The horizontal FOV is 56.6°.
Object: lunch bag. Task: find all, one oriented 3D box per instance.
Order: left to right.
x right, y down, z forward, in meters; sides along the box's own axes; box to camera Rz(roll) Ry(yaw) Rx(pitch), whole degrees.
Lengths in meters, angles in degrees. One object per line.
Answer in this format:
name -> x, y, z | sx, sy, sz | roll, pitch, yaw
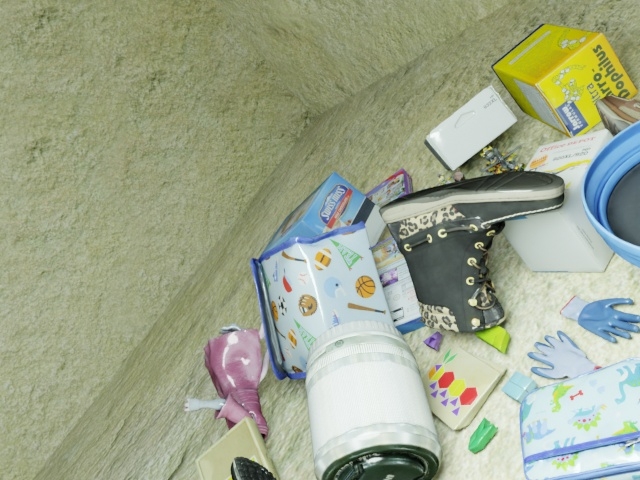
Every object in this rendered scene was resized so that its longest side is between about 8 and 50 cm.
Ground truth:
lunch bag -> -0.026, 0.163, 1.450 | 0.239, 0.327, 0.385 | -11, -6, -27
lunch bag -> 0.395, 0.274, 0.839 | 0.219, 0.090, 0.176 | -29, 27, 37

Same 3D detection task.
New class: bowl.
bowl -> 0.642, -0.091, 0.973 | 0.391, 0.077, 0.391 | -21, 36, 17

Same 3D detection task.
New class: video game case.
video game case -> 0.245, 0.078, 1.426 | 0.270, 0.061, 0.244 | -29, 49, 34

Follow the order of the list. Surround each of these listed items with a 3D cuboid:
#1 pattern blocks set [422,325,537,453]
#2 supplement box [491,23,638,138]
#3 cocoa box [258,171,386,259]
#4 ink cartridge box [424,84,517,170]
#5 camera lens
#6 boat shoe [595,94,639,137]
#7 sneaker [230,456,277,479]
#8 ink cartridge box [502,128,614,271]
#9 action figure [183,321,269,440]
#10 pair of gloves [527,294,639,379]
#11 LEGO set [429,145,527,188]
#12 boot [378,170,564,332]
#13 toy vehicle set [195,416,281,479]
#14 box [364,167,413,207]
pattern blocks set -> 0.262, 0.280, 1.157 | 0.285, 0.026, 0.325 | -46, 20, 3
supplement box -> 0.653, -0.447, 1.633 | 0.195, 0.194, 0.356 | -39, 21, 13
cocoa box -> 0.000, 0.000, 1.834 | 0.347, 0.228, 0.231 | -39, 16, 52
ink cartridge box -> 0.433, -0.322, 1.764 | 0.223, 0.129, 0.307 | -39, 0, 11
camera lens -> 0.087, 0.312, 1.080 | 0.219, 0.219, 0.274 | -35, 38, 22
boat shoe -> 0.696, -0.241, 1.272 | 0.116, 0.123, 0.324 | -30, 30, 17
sneaker -> -0.128, 0.553, 1.160 | 0.124, 0.107, 0.283 | -55, 40, 6
ink cartridge box -> 0.505, -0.075, 1.204 | 0.232, 0.168, 0.171 | -52, 21, -23
action figure -> -0.196, 0.422, 1.545 | 0.276, 0.248, 0.370 | -19, 53, -7
pair of gloves -> 0.455, 0.169, 1.030 | 0.198, 0.023, 0.159 | -47, 22, -6
LEGO set -> 0.376, -0.142, 1.550 | 0.331, 0.192, 0.255 | -36, 21, 19
boot -> 0.306, 0.027, 1.154 | 0.378, 0.284, 0.138 | -9, 13, 40
toy vehicle set -> -0.169, 0.541, 1.297 | 0.166, 0.035, 0.267 | -41, 44, 5
box -> 0.187, -0.109, 2.045 | 0.293, 0.057, 0.201 | -35, 22, 23
